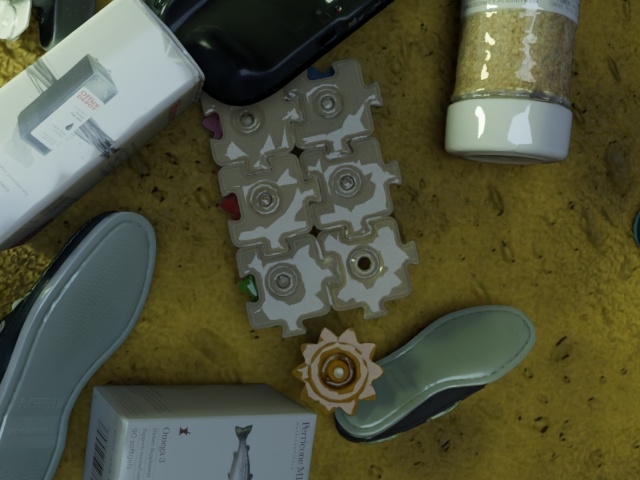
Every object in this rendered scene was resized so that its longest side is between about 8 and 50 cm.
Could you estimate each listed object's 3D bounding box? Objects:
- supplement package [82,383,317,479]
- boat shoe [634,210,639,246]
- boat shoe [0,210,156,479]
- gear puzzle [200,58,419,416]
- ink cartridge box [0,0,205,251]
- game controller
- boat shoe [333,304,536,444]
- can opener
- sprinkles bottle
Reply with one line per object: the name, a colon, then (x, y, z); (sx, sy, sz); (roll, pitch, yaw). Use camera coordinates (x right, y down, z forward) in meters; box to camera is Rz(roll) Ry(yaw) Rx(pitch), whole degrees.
supplement package: (-0.109, 0.193, 0.637); (0.179, 0.105, 0.105); (6, 91, -32)
boat shoe: (0.485, -0.022, 0.774); (0.258, 0.089, 0.109); (-6, 102, 0)
boat shoe: (-0.253, 0.100, 0.628); (0.302, 0.091, 0.114); (-61, 146, -9)
gear puzzle: (0.000, 0.000, 0.687); (0.175, 0.044, 0.339); (-12, 86, -4)
ink cartridge box: (-0.211, -0.094, 0.597); (0.218, 0.158, 0.092); (-40, 101, -8)
game controller: (-0.007, -0.262, 0.662); (0.319, 0.067, 0.166); (-40, 78, -7)
boat shoe: (0.116, 0.137, 0.730); (0.227, 0.069, 0.081); (-23, 62, -12)
can opener: (-0.248, -0.310, 0.634); (0.093, 0.074, 0.280); (2, 95, -47)
sprinkles bottle: (0.199, -0.257, 0.698); (0.121, 0.121, 0.355); (5, 92, -13)
